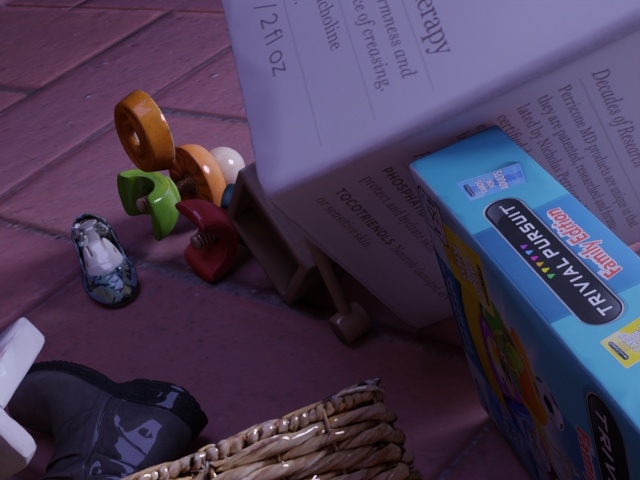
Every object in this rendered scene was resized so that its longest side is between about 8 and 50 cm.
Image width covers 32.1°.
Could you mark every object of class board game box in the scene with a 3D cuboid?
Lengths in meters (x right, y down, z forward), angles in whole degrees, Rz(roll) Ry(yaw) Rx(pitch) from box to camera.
[{"bbox_3d":[0.181,0.106,0.745,0.079,0.253,0.336,-24,33,-5],"label":"board game box"}]

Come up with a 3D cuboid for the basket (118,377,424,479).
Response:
[{"bbox_3d":[-0.069,0.258,0.747,0.299,0.223,0.213,-18,-12,-31],"label":"basket"}]

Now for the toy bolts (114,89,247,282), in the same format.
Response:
[{"bbox_3d":[-0.128,-0.083,1.346,0.158,0.218,0.228,-27,48,-27],"label":"toy bolts"}]

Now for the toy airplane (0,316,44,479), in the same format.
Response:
[{"bbox_3d":[-0.373,0.169,0.803,0.384,0.272,0.386,-60,7,-9],"label":"toy airplane"}]

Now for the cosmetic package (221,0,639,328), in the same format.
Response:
[{"bbox_3d":[0.162,-0.177,1.001,0.394,0.327,0.329,-25,57,17],"label":"cosmetic package"}]

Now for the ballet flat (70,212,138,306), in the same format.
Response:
[{"bbox_3d":[-0.274,0.018,1.372,0.070,0.070,0.188,-26,30,-13],"label":"ballet flat"}]

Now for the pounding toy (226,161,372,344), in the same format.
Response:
[{"bbox_3d":[0.005,0.001,1.145,0.094,0.206,0.181,-31,-12,-20],"label":"pounding toy"}]

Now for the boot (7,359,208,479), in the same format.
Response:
[{"bbox_3d":[-0.237,0.199,1.035,0.247,0.083,0.161,1,40,33],"label":"boot"}]
